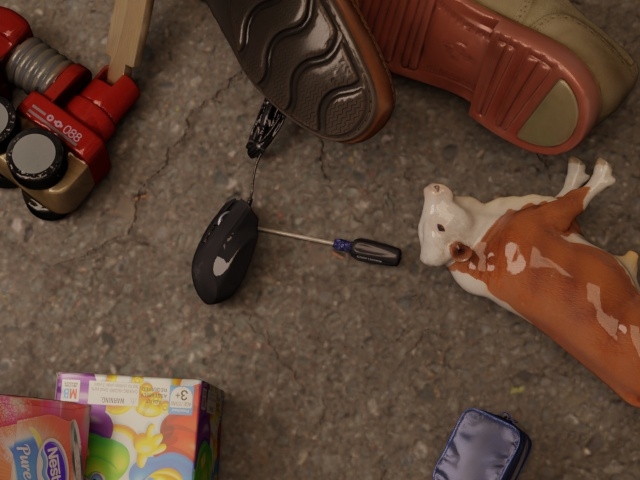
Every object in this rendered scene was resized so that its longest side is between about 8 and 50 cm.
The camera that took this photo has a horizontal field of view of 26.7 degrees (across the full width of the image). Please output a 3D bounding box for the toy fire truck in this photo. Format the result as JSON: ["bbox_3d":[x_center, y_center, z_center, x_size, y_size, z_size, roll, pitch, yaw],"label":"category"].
[{"bbox_3d":[-0.279,-0.183,1.383,0.217,0.158,0.246,35,73,11],"label":"toy fire truck"}]

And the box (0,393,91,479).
[{"bbox_3d":[-0.356,0.215,1.229,0.300,0.142,0.154,-7,75,45],"label":"box"}]

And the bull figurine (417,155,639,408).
[{"bbox_3d":[0.245,0.023,1.308,0.310,0.101,0.188,41,83,11],"label":"bull figurine"}]

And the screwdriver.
[{"bbox_3d":[0.000,0.000,1.375,0.169,0.025,0.024,13,80,7],"label":"screwdriver"}]

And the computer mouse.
[{"bbox_3d":[-0.082,-0.052,1.367,0.041,0.071,0.242,21,79,-27],"label":"computer mouse"}]

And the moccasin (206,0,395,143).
[{"bbox_3d":[-0.040,-0.247,1.355,0.380,0.147,0.139,50,118,29],"label":"moccasin"}]

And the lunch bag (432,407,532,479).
[{"bbox_3d":[0.159,0.209,1.300,0.067,0.065,0.098,26,84,25],"label":"lunch bag"}]

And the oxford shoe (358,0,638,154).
[{"bbox_3d":[0.142,-0.236,1.374,0.397,0.140,0.146,42,47,19],"label":"oxford shoe"}]

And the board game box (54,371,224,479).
[{"bbox_3d":[-0.178,0.271,1.278,0.142,0.144,0.275,3,80,5],"label":"board game box"}]
